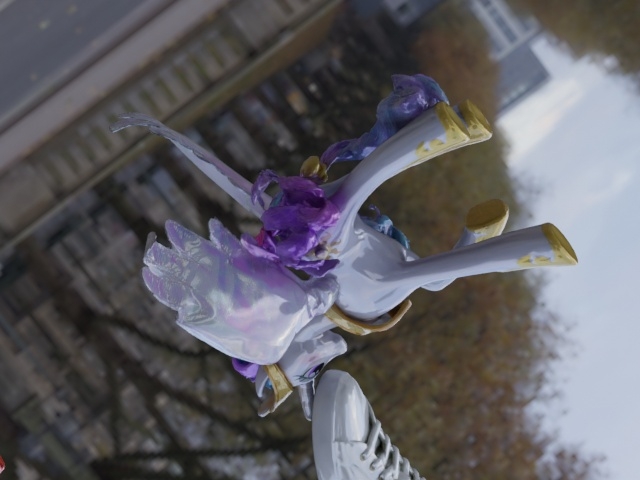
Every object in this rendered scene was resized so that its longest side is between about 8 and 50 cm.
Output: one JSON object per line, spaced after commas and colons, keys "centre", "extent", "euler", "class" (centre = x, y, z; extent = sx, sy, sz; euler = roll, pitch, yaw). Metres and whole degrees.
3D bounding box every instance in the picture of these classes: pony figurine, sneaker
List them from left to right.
{"centre": [0.000, 0.000, 1.466], "extent": [0.363, 0.351, 0.303], "euler": [-33, -145, 18], "class": "pony figurine"}
{"centre": [0.075, 0.250, 1.610], "extent": [0.123, 0.290, 0.106], "euler": [-5, -148, 21], "class": "sneaker"}

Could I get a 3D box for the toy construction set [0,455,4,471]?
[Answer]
{"centre": [-0.333, 0.236, 0.966], "extent": [0.328, 0.215, 0.151], "euler": [-49, -159, -9], "class": "toy construction set"}
